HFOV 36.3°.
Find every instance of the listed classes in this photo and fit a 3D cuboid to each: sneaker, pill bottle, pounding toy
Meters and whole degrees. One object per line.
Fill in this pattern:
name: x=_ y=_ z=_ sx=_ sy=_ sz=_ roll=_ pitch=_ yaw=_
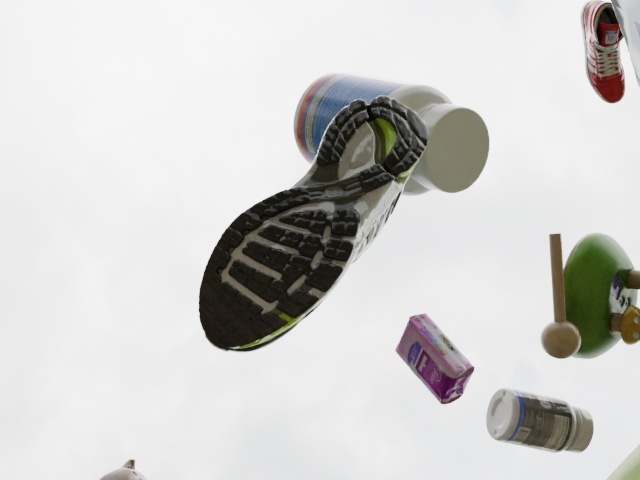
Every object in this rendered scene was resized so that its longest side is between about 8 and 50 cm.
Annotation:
sneaker: x=0.000 y=0.000 z=0.903 sx=0.111 sy=0.300 sz=0.121 roll=33 pitch=-31 yaw=18
sneaker: x=0.317 y=-0.207 z=1.073 sx=0.042 sy=0.067 sz=0.118 roll=-17 pitch=-79 yaw=1
pill bottle: x=0.313 y=0.258 z=1.386 sx=0.137 sy=0.078 sz=0.078 roll=15 pitch=-71 yaw=-18
pounding toy: x=0.404 y=0.082 z=1.344 sx=0.110 sy=0.237 sz=0.182 roll=7 pitch=-88 yaw=39
pill bottle: x=0.078 y=-0.118 z=1.090 sx=0.124 sy=0.221 sz=0.124 roll=-11 pitch=-70 yaw=-33

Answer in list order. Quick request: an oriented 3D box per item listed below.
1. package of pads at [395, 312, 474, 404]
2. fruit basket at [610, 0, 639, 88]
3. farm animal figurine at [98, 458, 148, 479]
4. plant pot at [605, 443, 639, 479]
package of pads: x=0.112 y=0.118 z=0.971 sx=0.032 sy=0.083 sz=0.050 roll=-15 pitch=-42 yaw=-33
fruit basket: x=0.250 y=0.056 z=0.361 sx=0.327 sy=0.353 sz=0.165 roll=41 pitch=-82 yaw=30
farm animal figurine: x=-0.087 y=0.280 z=0.675 sx=0.330 sy=0.172 sz=0.326 roll=34 pitch=-53 yaw=-7
plant pot: x=0.313 y=0.244 z=0.636 sx=0.227 sy=0.207 sz=0.228 roll=28 pitch=-54 yaw=1
